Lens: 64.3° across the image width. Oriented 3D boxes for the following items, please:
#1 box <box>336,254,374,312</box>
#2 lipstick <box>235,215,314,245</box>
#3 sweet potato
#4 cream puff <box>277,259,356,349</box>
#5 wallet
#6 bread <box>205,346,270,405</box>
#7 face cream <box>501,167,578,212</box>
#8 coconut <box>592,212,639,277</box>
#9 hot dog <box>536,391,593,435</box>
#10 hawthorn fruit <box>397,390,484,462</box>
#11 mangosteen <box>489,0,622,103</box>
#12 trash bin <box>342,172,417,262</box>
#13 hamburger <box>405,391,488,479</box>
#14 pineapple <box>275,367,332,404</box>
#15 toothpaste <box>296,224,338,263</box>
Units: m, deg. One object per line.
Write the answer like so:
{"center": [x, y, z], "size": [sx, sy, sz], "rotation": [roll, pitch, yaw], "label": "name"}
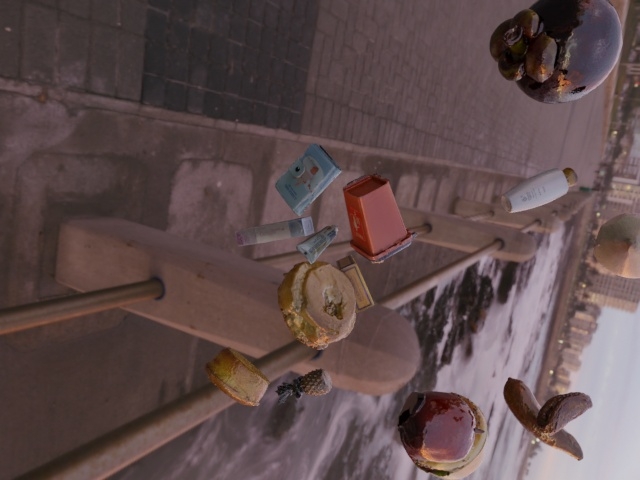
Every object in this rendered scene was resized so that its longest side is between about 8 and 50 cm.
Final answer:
{"center": [0.143, 0.176, 2.173], "size": [0.301, 0.084, 0.193], "rotation": [-92, 159, -85], "label": "box"}
{"center": [-0.176, -0.032, 1.903], "size": [0.068, 0.317, 0.066], "rotation": [-21, 100, -57], "label": "lipstick"}
{"center": [0.653, 0.542, 1.524], "size": [0.097, 0.292, 0.097], "rotation": [-31, 153, -18], "label": "sweet potato"}
{"center": [-0.028, 0.244, 1.933], "size": [0.342, 0.231, 0.327], "rotation": [19, 57, -33], "label": "cream puff"}
{"center": [-0.051, -0.240, 1.990], "size": [0.250, 0.176, 0.075], "rotation": [-45, 156, 17], "label": "wallet"}
{"center": [-0.313, 0.524, 1.940], "size": [0.146, 0.268, 0.268], "rotation": [-52, 148, -10], "label": "bread"}
{"center": [0.516, -0.119, 1.200], "size": [0.051, 0.182, 0.072], "rotation": [-169, -124, -80], "label": "face cream"}
{"center": [0.981, 0.013, 1.607], "size": [0.234, 0.224, 0.224], "rotation": [7, 97, -46], "label": "coconut"}
{"center": [0.583, 0.410, 1.227], "size": [0.147, 0.065, 0.099], "rotation": [-26, 161, -11], "label": "hot dog"}
{"center": [0.352, 0.542, 1.488], "size": [0.215, 0.249, 0.215], "rotation": [-179, -90, -88], "label": "hawthorn fruit"}
{"center": [0.633, -0.531, 1.395], "size": [0.307, 0.346, 0.307], "rotation": [176, -90, -78], "label": "mangosteen"}
{"center": [0.178, -0.076, 1.569], "size": [0.184, 0.161, 0.239], "rotation": [-26, 119, -17], "label": "trash bin"}
{"center": [0.416, 0.653, 1.715], "size": [0.176, 0.300, 0.300], "rotation": [55, 52, -32], "label": "hamburger"}
{"center": [-0.079, 0.637, 2.216], "size": [0.125, 0.251, 0.125], "rotation": [-20, 90, -79], "label": "pineapple"}
{"center": [0.000, 0.000, 1.505], "size": [0.037, 0.067, 0.255], "rotation": [-40, -179, 30], "label": "toothpaste"}
